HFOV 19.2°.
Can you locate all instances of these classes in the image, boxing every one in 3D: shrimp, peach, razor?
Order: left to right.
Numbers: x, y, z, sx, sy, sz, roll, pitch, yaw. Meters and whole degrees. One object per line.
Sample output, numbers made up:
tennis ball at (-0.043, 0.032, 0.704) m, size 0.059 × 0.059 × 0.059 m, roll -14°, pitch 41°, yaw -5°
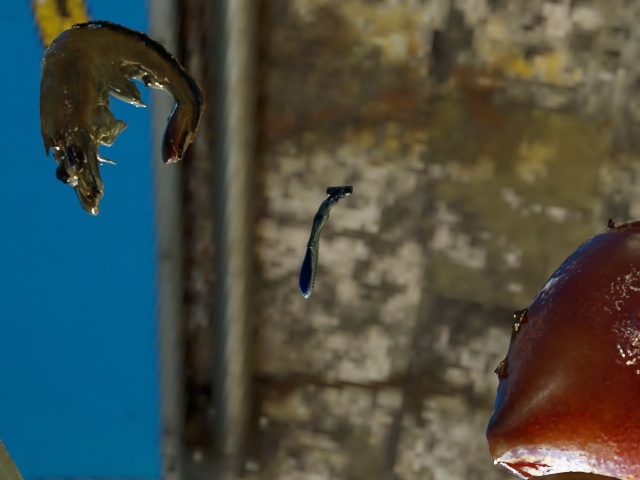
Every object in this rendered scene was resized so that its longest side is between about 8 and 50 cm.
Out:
shrimp at (-0.192, -0.123, 1.841) m, size 0.058 × 0.173 × 0.253 m, roll 118°, pitch 150°, yaw -42°
razor at (-0.003, -0.003, 2.379) m, size 0.028 × 0.044 × 0.154 m, roll 35°, pitch -115°, yaw -41°
peach at (0.330, 0.126, 1.838) m, size 0.361 × 0.201 × 0.258 m, roll -31°, pitch -68°, yaw -33°

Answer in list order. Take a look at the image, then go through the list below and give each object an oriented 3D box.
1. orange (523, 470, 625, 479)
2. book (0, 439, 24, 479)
orange at (0.195, 0.305, 1.433) m, size 0.261 × 0.261 × 0.261 m, roll 10°, pitch -90°, yaw -83°
book at (-0.190, 0.316, 1.099) m, size 0.300 × 0.039 × 0.428 m, roll -132°, pitch 40°, yaw -52°
